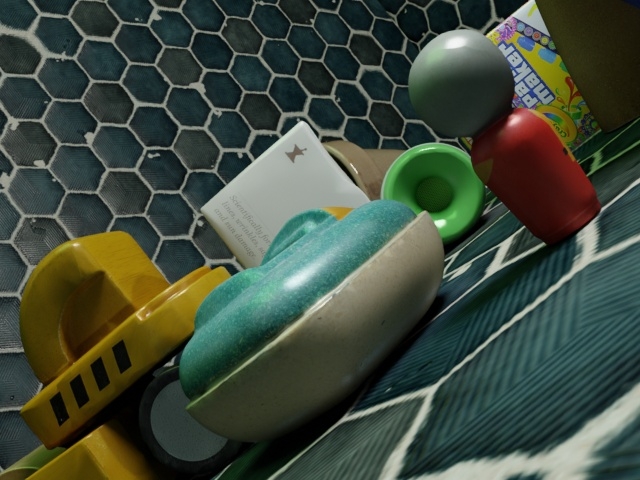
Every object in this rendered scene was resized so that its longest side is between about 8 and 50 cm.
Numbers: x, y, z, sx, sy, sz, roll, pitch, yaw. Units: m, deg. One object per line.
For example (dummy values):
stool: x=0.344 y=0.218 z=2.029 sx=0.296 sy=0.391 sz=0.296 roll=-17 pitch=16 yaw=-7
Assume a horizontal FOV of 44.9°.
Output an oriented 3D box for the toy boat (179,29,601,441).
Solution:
toy boat: x=0.035 y=0.000 z=0.562 sx=0.318 sy=0.148 sz=0.267 roll=-40 pitch=-2 yaw=32

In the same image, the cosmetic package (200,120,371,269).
cosmetic package: x=0.000 y=0.000 z=0.991 sx=0.156 sy=0.217 sz=0.385 roll=-39 pitch=-3 yaw=3

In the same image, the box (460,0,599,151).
box: x=0.330 y=-0.241 z=1.058 sx=0.279 sy=0.177 sz=0.290 roll=-38 pitch=-1 yaw=-1

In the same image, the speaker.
speaker: x=0.143 y=-0.059 z=1.024 sx=0.131 sy=0.131 sz=0.296 roll=-39 pitch=-1 yaw=6

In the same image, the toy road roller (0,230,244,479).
toy road roller: x=-0.210 y=0.140 z=0.747 sx=0.329 sy=0.241 sz=0.202 roll=-39 pitch=-2 yaw=8

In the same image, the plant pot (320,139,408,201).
plant pot: x=0.107 y=-0.073 z=1.433 sx=0.229 sy=0.263 sz=0.263 roll=-18 pitch=-12 yaw=-29

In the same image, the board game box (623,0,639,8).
board game box: x=0.260 y=-0.316 z=0.597 sx=0.233 sy=0.078 sz=0.347 roll=-44 pitch=39 yaw=9

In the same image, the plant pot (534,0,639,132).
plant pot: x=0.315 y=-0.284 z=0.794 sx=0.237 sy=0.254 sz=0.237 roll=-38 pitch=0 yaw=0
